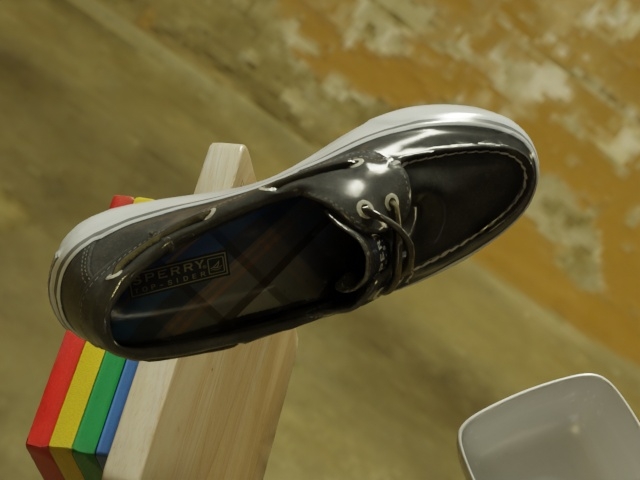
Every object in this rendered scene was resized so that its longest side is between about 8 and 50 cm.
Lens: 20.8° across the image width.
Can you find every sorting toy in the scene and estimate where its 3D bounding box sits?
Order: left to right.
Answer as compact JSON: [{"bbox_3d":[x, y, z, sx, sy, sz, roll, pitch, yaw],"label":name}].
[{"bbox_3d":[-0.103,0.107,1.178,0.089,0.257,0.255,6,-33,13],"label":"sorting toy"}]

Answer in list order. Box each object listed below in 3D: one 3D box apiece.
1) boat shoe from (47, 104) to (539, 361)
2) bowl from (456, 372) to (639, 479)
[{"bbox_3d":[0.000,0.000,0.741,0.228,0.080,0.076,-13,21,-18],"label":"boat shoe"},{"bbox_3d":[0.177,0.180,1.287,0.053,0.142,0.142,108,-41,-62],"label":"bowl"}]
